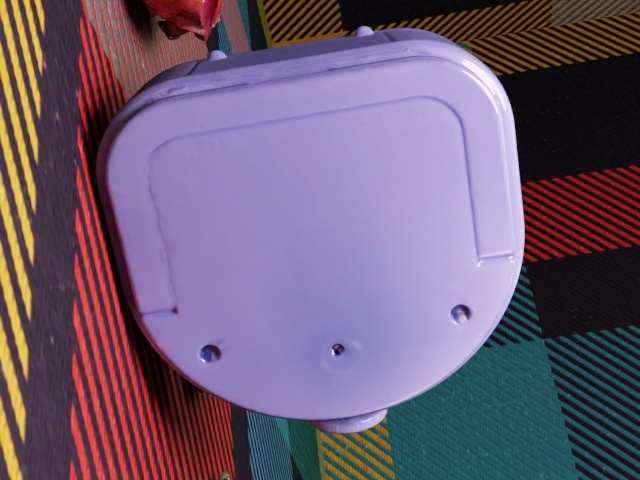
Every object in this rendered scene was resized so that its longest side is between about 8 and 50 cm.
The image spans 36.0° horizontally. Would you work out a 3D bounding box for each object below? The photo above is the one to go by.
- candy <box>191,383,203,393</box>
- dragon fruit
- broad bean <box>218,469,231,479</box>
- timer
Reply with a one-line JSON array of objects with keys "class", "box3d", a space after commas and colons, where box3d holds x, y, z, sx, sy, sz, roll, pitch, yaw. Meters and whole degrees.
[{"class": "candy", "box3d": [-0.126, 0.112, 1.218, 0.305, 0.091, 0.083, -125, -144, -71]}, {"class": "dragon fruit", "box3d": [-0.169, -0.324, 1.155, 0.211, 0.134, 0.262, 98, 3, -57]}, {"class": "broad bean", "box3d": [-0.086, 0.386, 1.196, 0.065, 0.046, 0.254, -118, -167, -56]}, {"class": "timer", "box3d": [0.000, 0.000, 0.935, 0.173, 0.395, 0.395, -99, 179, -71]}]
